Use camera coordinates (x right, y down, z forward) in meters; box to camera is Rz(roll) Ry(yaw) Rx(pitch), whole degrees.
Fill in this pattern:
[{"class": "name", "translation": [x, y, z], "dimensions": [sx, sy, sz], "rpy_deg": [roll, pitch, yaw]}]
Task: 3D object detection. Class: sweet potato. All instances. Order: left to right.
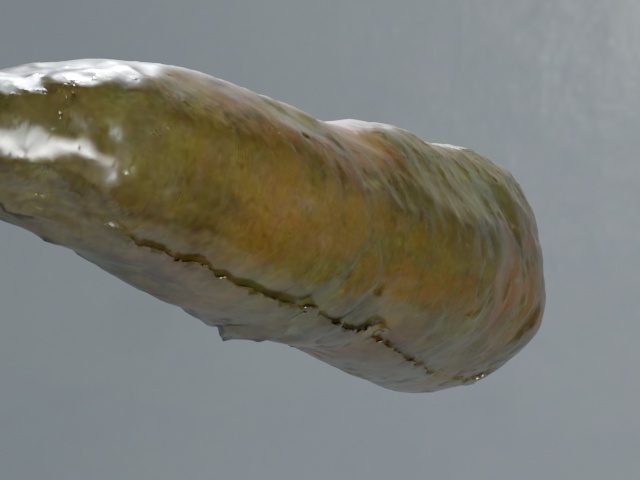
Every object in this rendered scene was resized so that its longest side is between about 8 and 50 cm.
[{"class": "sweet potato", "translation": [0.000, 0.000, 0.489], "dimensions": [0.075, 0.075, 0.273], "rpy_deg": [5, -5, 25]}]
